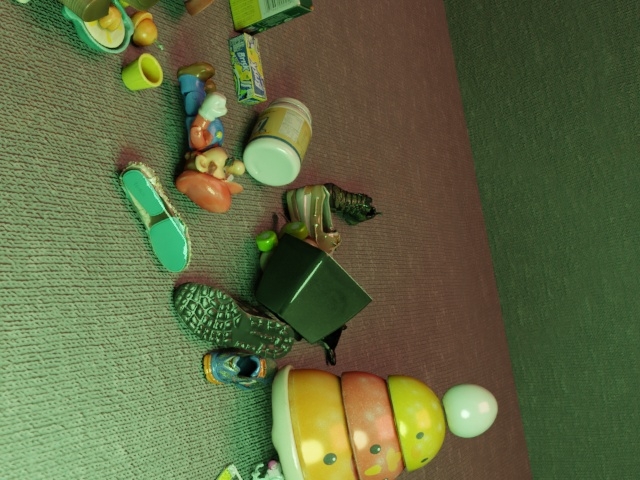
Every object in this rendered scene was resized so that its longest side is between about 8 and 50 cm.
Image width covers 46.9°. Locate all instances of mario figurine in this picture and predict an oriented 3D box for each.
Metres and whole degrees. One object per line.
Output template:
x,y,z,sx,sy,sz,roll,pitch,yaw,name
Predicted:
-0.224,-0.216,1.608,0.198,0.170,0.320,11,68,-60,mario figurine

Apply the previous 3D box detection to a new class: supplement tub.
-0.102,-0.251,1.852,0.144,0.144,0.199,54,36,-35,supplement tub

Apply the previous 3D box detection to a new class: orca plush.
0.016,0.225,1.871,0.151,0.102,0.287,-43,138,-31,orca plush

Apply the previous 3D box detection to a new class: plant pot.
-0.034,0.118,1.660,0.167,0.188,0.187,-50,124,-9,plant pot

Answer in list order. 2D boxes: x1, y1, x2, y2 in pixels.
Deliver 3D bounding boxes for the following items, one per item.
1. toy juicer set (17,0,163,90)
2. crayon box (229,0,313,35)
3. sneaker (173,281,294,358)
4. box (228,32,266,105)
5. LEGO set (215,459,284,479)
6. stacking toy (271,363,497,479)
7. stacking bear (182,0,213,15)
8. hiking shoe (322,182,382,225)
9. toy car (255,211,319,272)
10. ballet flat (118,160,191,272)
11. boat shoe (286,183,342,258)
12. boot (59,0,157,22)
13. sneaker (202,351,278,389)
-0.422,-0.458,1.439,0.329,0.089,0.209,37,48,-48,toy juicer set
-0.149,-0.715,1.899,0.081,0.202,0.318,-8,86,-61,crayon box
-0.200,0.169,1.584,0.283,0.124,0.107,31,86,-27,sneaker
-0.185,-0.433,1.874,0.059,0.054,0.169,3,77,-59,box
-0.156,0.529,1.458,0.107,0.132,0.287,63,9,-13,LEGO set
0.150,0.400,1.626,0.350,0.480,0.350,-15,90,-85,stacking toy
-0.329,-0.656,1.618,0.289,0.164,0.175,45,-1,-27,stacking bear
0.091,-0.118,2.162,0.227,0.114,0.086,30,53,-52,hiking shoe
-0.083,0.007,1.837,0.188,0.149,0.155,-105,178,-59,toy car
-0.318,-0.053,1.471,0.077,0.091,0.241,-89,159,-69,ballet flat
0.000,0.000,1.955,0.113,0.103,0.302,-42,117,-70,boat shoe
-0.416,-0.528,1.380,0.220,0.109,0.283,47,51,4,boot
-0.156,0.281,1.603,0.221,0.087,0.083,14,68,-58,sneaker
